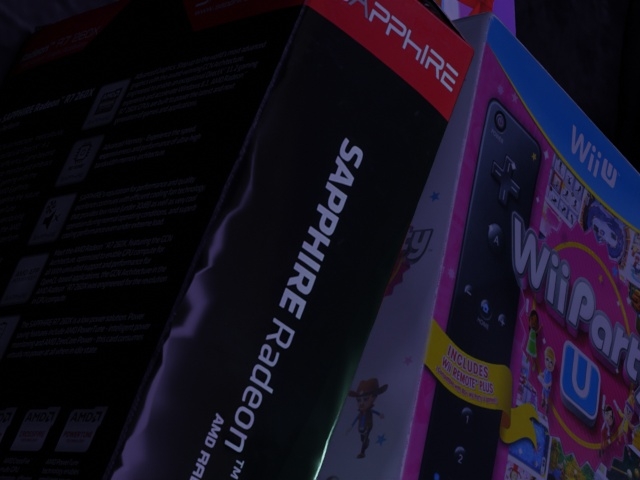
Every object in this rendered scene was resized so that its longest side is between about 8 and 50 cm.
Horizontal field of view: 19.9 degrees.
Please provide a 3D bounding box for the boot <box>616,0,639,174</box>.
[{"bbox_3d":[0.307,-0.067,1.064,0.131,0.260,0.348,28,67,-35],"label":"boot"}]

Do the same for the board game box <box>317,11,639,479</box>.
[{"bbox_3d":[0.078,0.077,0.900,0.224,0.097,0.303,39,52,-42],"label":"board game box"}]

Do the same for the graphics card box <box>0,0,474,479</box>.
[{"bbox_3d":[-0.097,0.066,0.723,0.094,0.233,0.371,38,61,-31],"label":"graphics card box"}]

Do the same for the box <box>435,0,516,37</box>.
[{"bbox_3d":[0.010,-0.241,0.967,0.201,0.057,0.293,3,82,-40],"label":"box"}]
